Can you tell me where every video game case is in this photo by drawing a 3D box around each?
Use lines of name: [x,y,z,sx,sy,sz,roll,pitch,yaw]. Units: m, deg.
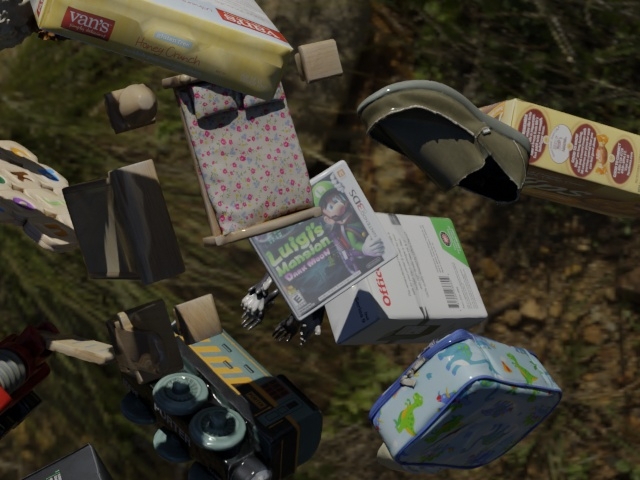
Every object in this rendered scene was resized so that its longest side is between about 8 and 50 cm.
video game case: [0.000,0.000,1.776,0.173,0.190,0.022,59,167,-11]

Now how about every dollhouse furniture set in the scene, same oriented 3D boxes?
dollhouse furniture set: [-0.070,-0.044,1.261,0.174,0.355,0.303,-2,105,62]

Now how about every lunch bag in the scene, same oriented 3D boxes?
lunch bag: [0.173,0.200,1.416,0.176,0.219,0.090,-49,52,22]

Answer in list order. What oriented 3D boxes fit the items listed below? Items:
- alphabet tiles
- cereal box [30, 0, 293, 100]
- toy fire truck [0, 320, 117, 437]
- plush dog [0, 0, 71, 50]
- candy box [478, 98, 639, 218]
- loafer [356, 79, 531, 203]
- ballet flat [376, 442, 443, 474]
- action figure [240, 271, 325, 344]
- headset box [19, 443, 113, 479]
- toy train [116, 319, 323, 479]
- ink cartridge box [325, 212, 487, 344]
alphabet tiles: [-0.410,-0.075,1.500,0.284,0.278,0.021,36,104,12]
cereal box: [-0.134,-0.188,0.870,0.047,0.173,0.240,-65,27,21]
toy fire truck: [-0.392,0.181,1.499,0.158,0.217,0.246,46,119,0]
plush dog: [-0.311,-0.285,1.014,0.210,0.262,0.225,18,138,40]
candy box: [0.347,-0.106,1.619,0.183,0.316,0.087,173,109,-67]
loafer: [0.152,-0.108,1.348,0.094,0.251,0.087,-38,46,44]
ballet flat: [0.169,0.287,1.683,0.248,0.086,0.086,-46,57,35]
action figure: [-0.056,0.116,2.206,0.141,0.164,0.276,-63,4,-30]
headset box: [-0.233,0.315,0.874,0.131,0.283,0.246,67,171,-30]
toy train: [-0.151,0.227,1.658,0.334,0.190,0.142,37,137,37]
ink cartridge box: [0.135,0.069,2.090,0.121,0.289,0.211,-36,62,39]
